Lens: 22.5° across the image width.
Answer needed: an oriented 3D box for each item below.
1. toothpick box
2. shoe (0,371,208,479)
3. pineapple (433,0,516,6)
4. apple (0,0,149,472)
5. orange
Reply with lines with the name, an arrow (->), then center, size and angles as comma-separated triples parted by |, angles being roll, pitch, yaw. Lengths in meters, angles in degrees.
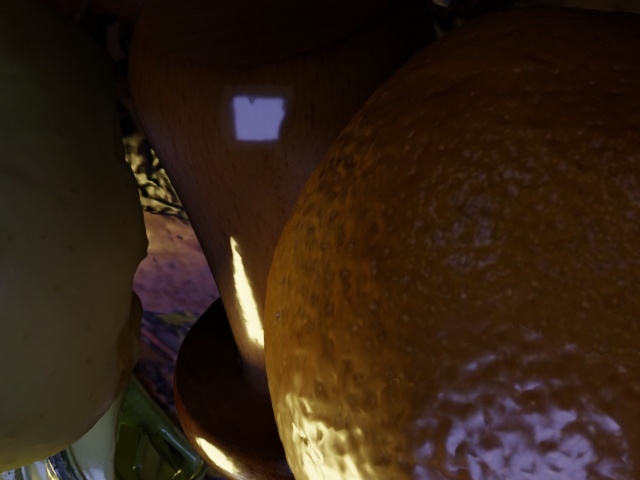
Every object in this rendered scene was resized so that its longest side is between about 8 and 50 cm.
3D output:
toothpick box -> 0.000, 0.000, 0.848 | 0.192, 0.192, 0.294 | 3, 127, 18
shoe -> -0.149, 0.190, 1.112 | 0.128, 0.140, 0.262 | -5, 127, 32
pineapple -> 0.163, -0.200, 0.623 | 0.361, 0.175, 0.175 | -14, 127, 15
apple -> -0.208, 0.002, 0.863 | 0.279, 0.279, 0.279 | 11, 135, 11
orange -> 0.102, 0.030, 0.657 | 0.264, 0.264, 0.264 | 11, 135, 11
